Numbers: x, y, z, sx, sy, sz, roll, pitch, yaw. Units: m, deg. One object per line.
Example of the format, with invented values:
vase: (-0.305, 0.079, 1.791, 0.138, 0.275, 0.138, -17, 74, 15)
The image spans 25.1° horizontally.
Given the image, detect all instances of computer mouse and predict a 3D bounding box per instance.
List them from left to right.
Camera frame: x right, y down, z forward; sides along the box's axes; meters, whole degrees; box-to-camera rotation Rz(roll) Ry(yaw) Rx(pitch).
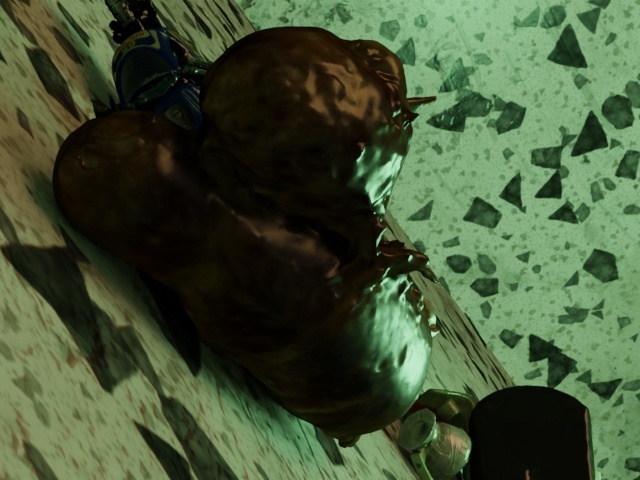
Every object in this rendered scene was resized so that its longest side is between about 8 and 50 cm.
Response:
computer mouse: (0.234, 0.288, 1.559, 0.086, 0.137, 0.270, 87, 2, -55)

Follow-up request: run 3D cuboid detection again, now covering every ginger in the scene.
ginger: (0.000, 0.000, 1.053, 0.176, 0.254, 0.418, 54, -1, 42)

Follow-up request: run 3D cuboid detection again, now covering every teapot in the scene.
teapot: (0.117, 0.221, 1.515, 0.064, 0.064, 0.083, 43, 44, -28)

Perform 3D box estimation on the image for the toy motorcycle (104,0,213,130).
toy motorcycle: (-0.105, -0.100, 1.287, 0.315, 0.113, 0.169, 54, 12, -13)

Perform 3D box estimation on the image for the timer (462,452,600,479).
timer: (0.274, 0.305, 1.690, 0.255, 0.175, 0.175, 53, 5, 31)

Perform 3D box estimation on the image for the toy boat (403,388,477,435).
toy boat: (0.140, 0.205, 1.650, 0.089, 0.071, 0.185, 56, 8, 11)

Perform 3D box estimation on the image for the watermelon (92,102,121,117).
watermelon: (-0.101, -0.022, 1.199, 0.245, 0.063, 0.119, 49, -4, -37)
